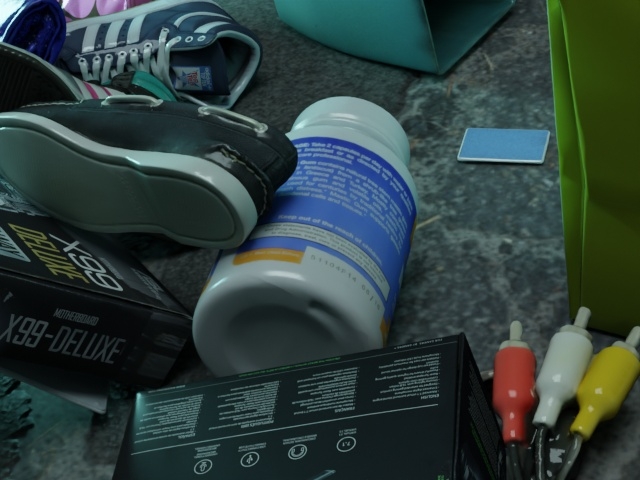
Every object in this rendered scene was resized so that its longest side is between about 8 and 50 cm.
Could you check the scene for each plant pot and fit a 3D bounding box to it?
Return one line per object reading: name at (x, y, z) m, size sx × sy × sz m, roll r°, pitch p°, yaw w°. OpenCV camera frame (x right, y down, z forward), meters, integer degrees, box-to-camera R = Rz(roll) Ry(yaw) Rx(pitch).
plant pot at (0.059, -0.299, 1.560) m, size 0.234 × 0.165 × 0.166 m, roll 11°, pitch 42°, yaw 37°

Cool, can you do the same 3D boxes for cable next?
cable at (0.147, 0.162, 1.017) m, size 0.140 × 0.072 × 0.287 m, roll -1°, pitch 39°, yaw 22°

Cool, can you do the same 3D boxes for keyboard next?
keyboard at (-0.287, 0.072, 1.154) m, size 0.256 × 0.014 × 0.072 m, roll 25°, pitch 27°, yaw -14°

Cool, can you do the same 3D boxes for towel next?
towel at (-0.369, -0.182, 1.478) m, size 0.227 × 0.076 × 0.308 m, roll -47°, pitch 31°, yaw -1°

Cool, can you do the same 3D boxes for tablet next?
tablet at (0.178, -0.092, 1.384) m, size 0.083 × 0.006 × 0.054 m, roll 4°, pitch 40°, yaw 16°

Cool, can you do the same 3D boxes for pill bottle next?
pill bottle at (0.000, 0.000, 1.194) m, size 0.152 × 0.152 × 0.272 m, roll 2°, pitch 39°, yaw 15°

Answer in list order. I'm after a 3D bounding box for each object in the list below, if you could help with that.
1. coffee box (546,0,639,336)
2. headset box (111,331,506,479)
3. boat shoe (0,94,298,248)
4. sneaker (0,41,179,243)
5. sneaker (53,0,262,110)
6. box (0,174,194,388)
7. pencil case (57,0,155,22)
coffee box at (0.395, -0.123, 1.100) m, size 0.338 × 0.338 × 0.334 m, roll 12°, pitch 44°, yaw 28°
headset box at (-0.012, 0.217, 0.906) m, size 0.246 × 0.131 × 0.283 m, roll -12°, pitch 36°, yaw 15°
boat shoe at (-0.151, -0.066, 1.165) m, size 0.303 × 0.114 × 0.091 m, roll 17°, pitch 50°, yaw 33°
sneaker at (-0.227, -0.116, 1.344) m, size 0.123 × 0.296 × 0.178 m, roll -54°, pitch 23°, yaw 11°
sneaker at (-0.196, -0.176, 1.507) m, size 0.282 × 0.099 × 0.153 m, roll -26°, pitch 38°, yaw -23°
box at (-0.282, 0.000, 1.208) m, size 0.242 × 0.076 × 0.307 m, roll 18°, pitch 15°, yaw -42°
pencil case at (-0.282, -0.297, 1.682) m, size 0.209 × 0.098 × 0.095 m, roll 8°, pitch 42°, yaw 24°
